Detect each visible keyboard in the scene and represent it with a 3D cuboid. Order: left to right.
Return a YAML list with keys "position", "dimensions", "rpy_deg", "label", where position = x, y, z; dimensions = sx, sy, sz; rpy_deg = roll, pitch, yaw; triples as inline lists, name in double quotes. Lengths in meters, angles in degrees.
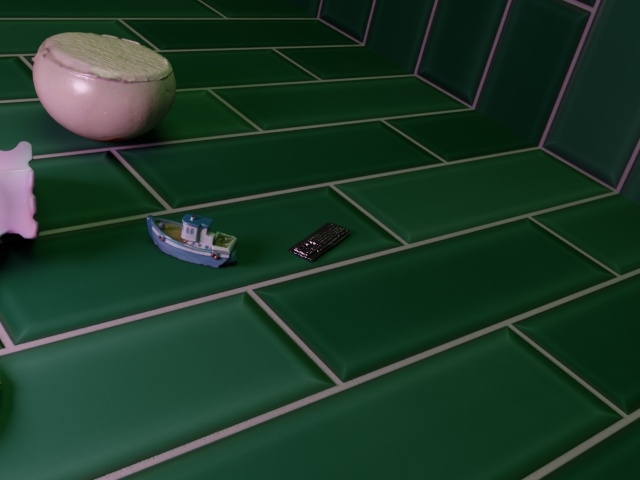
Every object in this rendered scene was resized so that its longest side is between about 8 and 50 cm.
- position: [0.000, -0.002, 1.889]
  dimensions: [0.074, 0.015, 0.196]
  rpy_deg: [27, 32, 21]
  label: "keyboard"

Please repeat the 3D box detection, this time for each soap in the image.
- position: [-0.652, -0.110, 1.620]
  dimensions: [0.109, 0.193, 0.324]
  rpy_deg: [-3, 7, -20]
  label: "soap"

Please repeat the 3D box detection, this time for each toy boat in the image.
- position: [-0.281, -0.017, 1.713]
  dimensions: [0.215, 0.102, 0.088]
  rpy_deg: [15, 28, 2]
  label: "toy boat"

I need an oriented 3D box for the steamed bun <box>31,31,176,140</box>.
- position: [-0.578, -0.397, 2.071]
  dimensions: [0.374, 0.242, 0.374]
  rpy_deg: [11, 26, -5]
  label: "steamed bun"
